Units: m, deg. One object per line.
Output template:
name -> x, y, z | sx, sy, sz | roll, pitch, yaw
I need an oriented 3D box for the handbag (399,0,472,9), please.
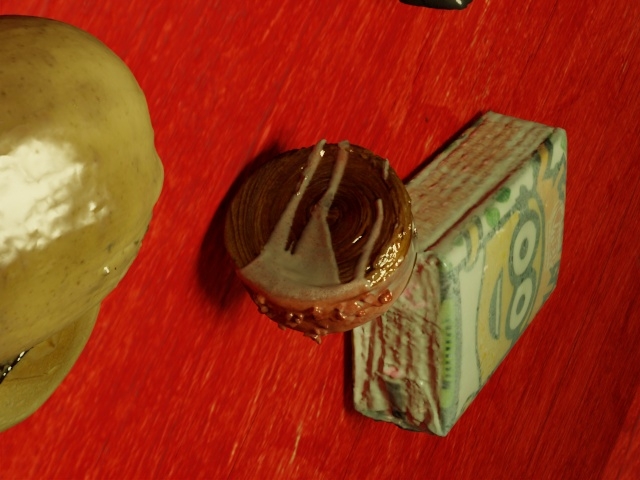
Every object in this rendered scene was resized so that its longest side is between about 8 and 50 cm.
handbag -> 0.128, -0.347, 1.205 | 0.247, 0.080, 0.223 | -48, 137, -46

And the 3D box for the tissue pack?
tissue pack -> 0.154, 0.029, 1.431 | 0.311, 0.128, 0.228 | -43, 141, -46

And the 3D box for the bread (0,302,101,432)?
bread -> -0.196, 0.067, 0.843 | 0.157, 0.083, 0.094 | -55, 152, -25

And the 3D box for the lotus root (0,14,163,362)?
lotus root -> -0.218, -0.009, 0.679 | 0.310, 0.182, 0.183 | -29, 132, -39

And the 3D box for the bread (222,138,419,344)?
bread -> 0.000, 0.000, 1.091 | 0.160, 0.160, 0.073 | -60, 161, -21
